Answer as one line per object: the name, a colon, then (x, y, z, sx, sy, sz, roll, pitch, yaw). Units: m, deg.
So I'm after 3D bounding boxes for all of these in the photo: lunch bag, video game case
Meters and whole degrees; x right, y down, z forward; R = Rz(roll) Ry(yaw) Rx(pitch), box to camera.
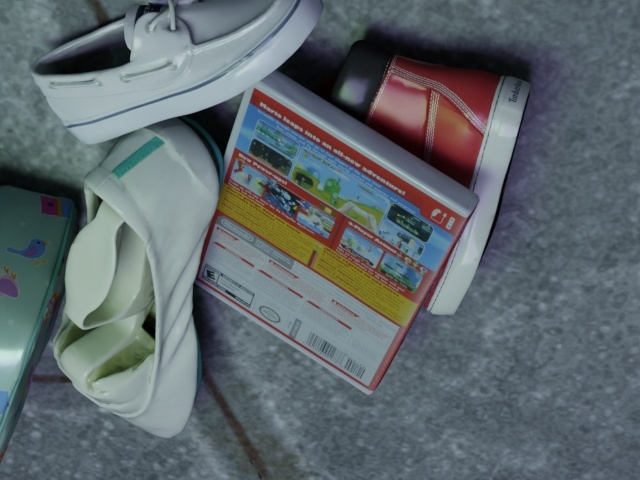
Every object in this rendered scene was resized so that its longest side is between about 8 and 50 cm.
lunch bag: (-0.305, 0.094, 1.452, 0.108, 0.224, 0.279, 19, 133, -5)
video game case: (0.000, 0.000, 1.365, 0.204, 0.025, 0.285, 33, 143, 7)

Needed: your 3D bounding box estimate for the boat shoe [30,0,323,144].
boat shoe: (-0.121, -0.152, 1.279, 0.258, 0.095, 0.084, -22, 127, 27)

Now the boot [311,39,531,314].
boot: (0.064, -0.052, 1.342, 0.176, 0.088, 0.244, 15, 132, 7)

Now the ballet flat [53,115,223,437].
ballet flat: (-0.177, 0.057, 1.436, 0.139, 0.139, 0.400, 14, 135, 0)
